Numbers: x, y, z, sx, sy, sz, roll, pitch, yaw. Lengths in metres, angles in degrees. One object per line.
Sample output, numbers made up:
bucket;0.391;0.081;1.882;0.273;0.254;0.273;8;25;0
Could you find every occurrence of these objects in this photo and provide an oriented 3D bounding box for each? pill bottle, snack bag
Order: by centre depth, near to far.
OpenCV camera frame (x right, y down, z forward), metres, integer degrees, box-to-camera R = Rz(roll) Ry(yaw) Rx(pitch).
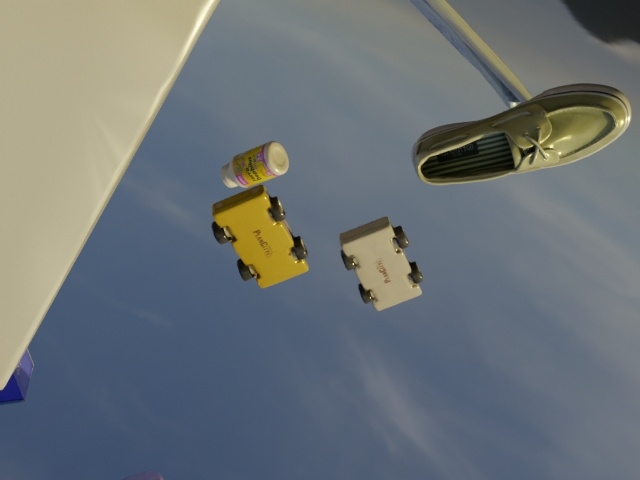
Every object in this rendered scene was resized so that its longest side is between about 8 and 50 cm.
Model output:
pill bottle;-0.084;-0.092;1.227;0.043;0.083;0.043;30;-129;-46
snack bag;0.223;-0.329;1.591;0.323;0.037;0.342;45;-168;-11

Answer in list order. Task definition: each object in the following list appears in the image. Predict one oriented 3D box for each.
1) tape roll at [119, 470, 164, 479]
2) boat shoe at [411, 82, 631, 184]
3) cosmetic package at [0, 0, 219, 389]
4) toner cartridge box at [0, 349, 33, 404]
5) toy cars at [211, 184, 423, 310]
tape roll;-0.298;0.402;1.229;0.090;0.275;0.275;61;-163;-5
boat shoe;0.271;-0.129;1.338;0.302;0.109;0.094;-15;-156;15
cosmetic package;-0.296;-0.171;0.719;0.329;0.327;0.393;26;-164;-21
toner cartridge box;-0.495;0.067;1.240;0.165;0.347;0.075;-7;-144;1
toy cars;0.000;0.000;1.464;0.394;0.176;0.087;13;-138;-29
